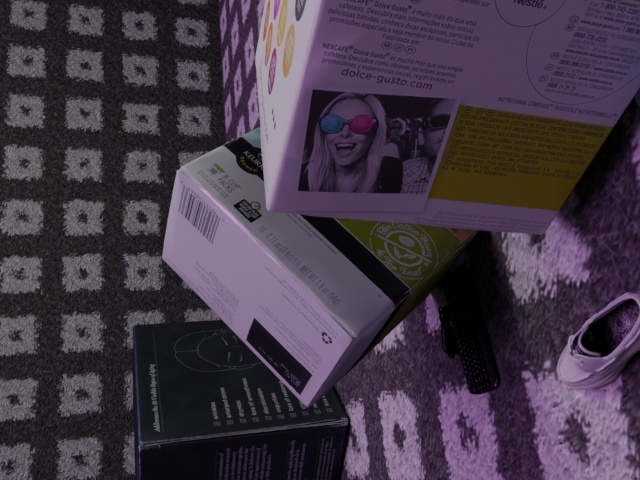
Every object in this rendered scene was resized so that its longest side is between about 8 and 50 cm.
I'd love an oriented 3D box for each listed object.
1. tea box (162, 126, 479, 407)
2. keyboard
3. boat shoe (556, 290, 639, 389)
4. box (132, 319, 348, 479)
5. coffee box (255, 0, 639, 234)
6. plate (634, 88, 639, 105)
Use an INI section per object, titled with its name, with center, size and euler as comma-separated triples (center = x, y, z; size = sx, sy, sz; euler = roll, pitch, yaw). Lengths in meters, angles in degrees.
[tea box]
center = 0.000, 0.000, 0.936
size = 0.329, 0.323, 0.220
euler = 43, 140, 14
[keyboard]
center = 0.211, 0.142, 0.949
size = 0.100, 0.038, 0.192
euler = 120, 146, -57
[boat shoe]
center = 0.295, 0.108, 0.652
size = 0.184, 0.063, 0.066
euler = 120, 145, -56
[box]
center = -0.237, 0.443, 1.605
size = 0.480, 0.471, 0.297
euler = -124, 38, -60
[coffee box]
center = 0.122, -0.247, 0.698
size = 0.338, 0.338, 0.334
euler = -101, 21, -46
[plate]
center = 0.350, -0.195, 0.555
size = 0.188, 0.024, 0.188
euler = 179, 90, -72
